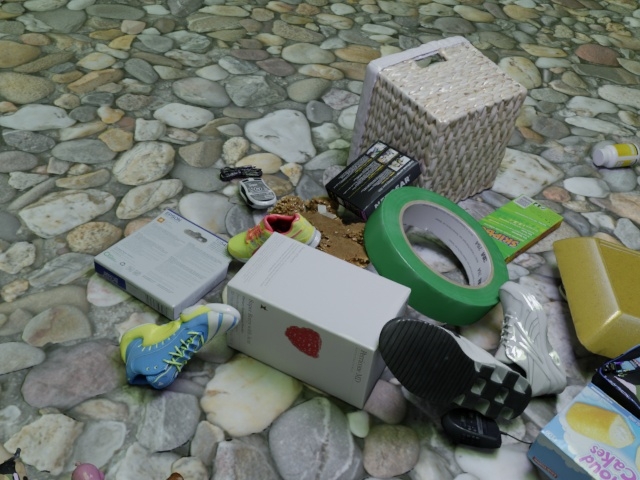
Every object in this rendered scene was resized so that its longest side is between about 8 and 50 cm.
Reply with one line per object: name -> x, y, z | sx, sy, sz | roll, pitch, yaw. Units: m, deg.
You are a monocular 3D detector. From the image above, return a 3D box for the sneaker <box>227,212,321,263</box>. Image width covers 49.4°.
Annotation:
sneaker -> -0.108, -0.016, 1.432 | 0.208, 0.094, 0.081 | -12, 47, 22

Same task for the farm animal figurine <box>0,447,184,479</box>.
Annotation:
farm animal figurine -> -0.320, 0.421, 0.943 | 0.330, 0.172, 0.327 | 5, 41, -3

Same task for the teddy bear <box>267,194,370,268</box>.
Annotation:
teddy bear -> 0.000, 0.000, 1.541 | 0.245, 0.113, 0.338 | -14, 37, -33

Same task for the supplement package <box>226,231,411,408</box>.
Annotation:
supplement package -> -0.008, 0.145, 1.302 | 0.293, 0.177, 0.175 | 22, 43, 17

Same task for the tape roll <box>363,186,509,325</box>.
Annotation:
tape roll -> 0.245, 0.027, 1.464 | 0.321, 0.077, 0.321 | 21, 41, -19

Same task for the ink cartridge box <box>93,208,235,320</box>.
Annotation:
ink cartridge box -> -0.317, 0.044, 1.468 | 0.223, 0.045, 0.224 | 28, 44, 21

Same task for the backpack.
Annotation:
backpack -> 0.587, 0.268, 1.239 | 0.173, 0.117, 0.158 | -21, 48, -28

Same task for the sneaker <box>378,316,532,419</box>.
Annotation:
sneaker -> 0.214, 0.215, 1.242 | 0.330, 0.122, 0.146 | 31, 5, -27

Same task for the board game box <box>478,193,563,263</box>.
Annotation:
board game box -> 0.462, -0.028, 1.680 | 0.259, 0.039, 0.124 | -26, 51, -36

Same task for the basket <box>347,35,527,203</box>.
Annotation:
basket -> 0.284, -0.280, 1.718 | 0.328, 0.331, 0.266 | -24, 52, -30

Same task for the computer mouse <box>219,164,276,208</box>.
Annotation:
computer mouse -> -0.167, -0.123, 1.689 | 0.106, 0.042, 0.193 | -8, 38, -24

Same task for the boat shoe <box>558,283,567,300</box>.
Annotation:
boat shoe -> 0.587, 0.132, 1.504 | 0.056, 0.049, 0.152 | -26, 53, -36

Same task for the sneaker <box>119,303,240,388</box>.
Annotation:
sneaker -> -0.249, 0.198, 1.245 | 0.240, 0.091, 0.126 | -19, 55, 18

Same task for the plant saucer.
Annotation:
plant saucer -> 0.676, 0.124, 1.450 | 0.333, 0.081, 0.332 | 17, 38, -8

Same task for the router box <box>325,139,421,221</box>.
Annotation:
router box -> 0.119, -0.138, 1.579 | 0.179, 0.046, 0.133 | -41, 50, -15

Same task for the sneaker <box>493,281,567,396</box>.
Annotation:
sneaker -> 0.380, 0.191, 1.337 | 0.115, 0.090, 0.232 | -14, 69, -10

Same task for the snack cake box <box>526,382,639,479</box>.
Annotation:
snack cake box -> 0.491, 0.379, 1.126 | 0.152, 0.089, 0.264 | -30, 55, -31

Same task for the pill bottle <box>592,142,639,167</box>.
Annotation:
pill bottle -> 0.827, -0.238, 1.950 | 0.116, 0.065, 0.065 | -7, 43, -17

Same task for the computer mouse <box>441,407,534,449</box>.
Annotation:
computer mouse -> 0.328, 0.354, 1.230 | 0.242, 0.041, 0.071 | 17, 25, 3
